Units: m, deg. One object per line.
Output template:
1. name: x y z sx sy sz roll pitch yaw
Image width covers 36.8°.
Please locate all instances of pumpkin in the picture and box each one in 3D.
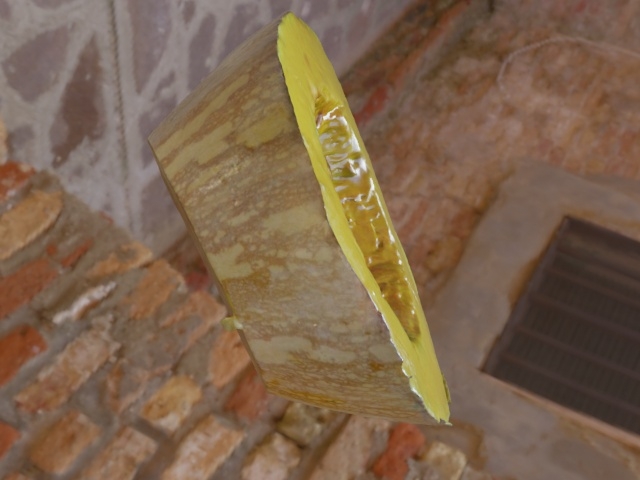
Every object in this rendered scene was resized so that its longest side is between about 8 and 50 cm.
1. pumpkin: -0.016 0.002 0.479 0.217 0.110 0.217 -17 90 -85
